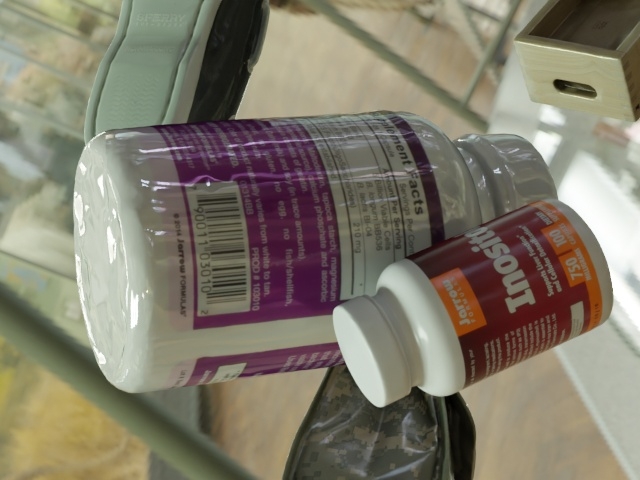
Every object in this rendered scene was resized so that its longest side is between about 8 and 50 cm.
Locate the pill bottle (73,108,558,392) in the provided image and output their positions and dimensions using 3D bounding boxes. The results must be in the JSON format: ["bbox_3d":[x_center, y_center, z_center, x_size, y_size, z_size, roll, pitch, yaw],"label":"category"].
[{"bbox_3d":[0.000,0.000,0.901,0.169,0.301,0.169,175,90,-68],"label":"pill bottle"}]

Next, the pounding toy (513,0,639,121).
[{"bbox_3d":[0.260,-0.153,1.187,0.141,0.100,0.130,19,56,40],"label":"pounding toy"}]

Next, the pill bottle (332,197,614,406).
[{"bbox_3d":[0.089,0.039,0.803,0.086,0.152,0.086,58,163,29],"label":"pill bottle"}]

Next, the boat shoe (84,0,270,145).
[{"bbox_3d":[-0.093,-0.177,1.044,0.091,0.114,0.302,40,-110,-59],"label":"boat shoe"}]

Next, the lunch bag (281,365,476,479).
[{"bbox_3d":[0.056,0.222,1.260,0.235,0.169,0.287,86,-165,-57],"label":"lunch bag"}]
